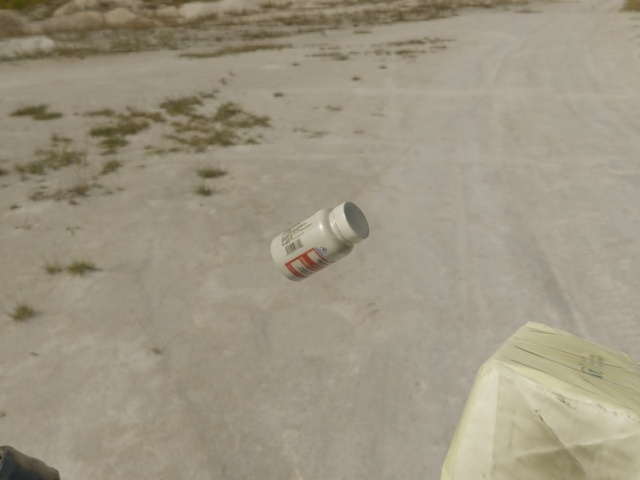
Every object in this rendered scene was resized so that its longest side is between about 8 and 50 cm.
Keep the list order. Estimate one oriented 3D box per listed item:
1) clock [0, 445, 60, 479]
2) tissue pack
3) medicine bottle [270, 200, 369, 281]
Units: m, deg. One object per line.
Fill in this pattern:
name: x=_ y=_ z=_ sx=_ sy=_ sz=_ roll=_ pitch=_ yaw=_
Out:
clock: x=-0.218 y=0.199 z=0.366 sx=0.040 sy=0.184 sz=0.184 roll=41 pitch=19 yaw=-17
tissue pack: x=0.276 y=0.277 z=0.817 sx=0.207 sy=0.297 sz=0.380 roll=18 pitch=5 yaw=21
medicine bottle: x=0.000 y=0.000 z=1.000 sx=0.140 sy=0.079 sz=0.079 roll=-30 pitch=7 yaw=29
